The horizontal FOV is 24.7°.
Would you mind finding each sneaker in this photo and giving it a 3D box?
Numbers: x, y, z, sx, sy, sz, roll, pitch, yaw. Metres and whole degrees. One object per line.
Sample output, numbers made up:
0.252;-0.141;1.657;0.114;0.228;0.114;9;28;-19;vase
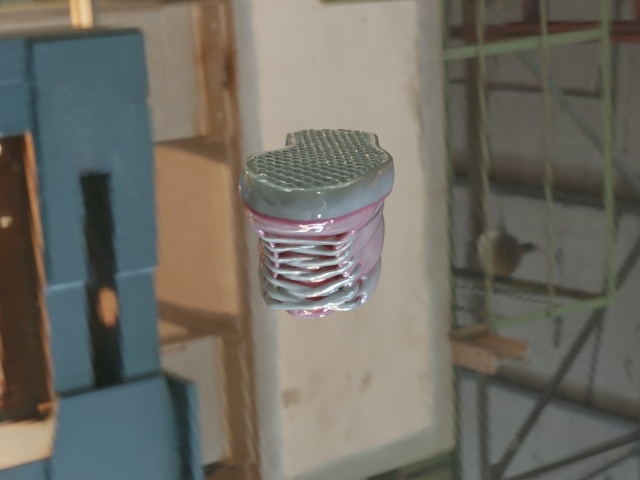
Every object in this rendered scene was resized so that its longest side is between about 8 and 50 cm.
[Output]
0.000;0.000;0.526;0.134;0.051;0.070;-63;157;-79;sneaker
